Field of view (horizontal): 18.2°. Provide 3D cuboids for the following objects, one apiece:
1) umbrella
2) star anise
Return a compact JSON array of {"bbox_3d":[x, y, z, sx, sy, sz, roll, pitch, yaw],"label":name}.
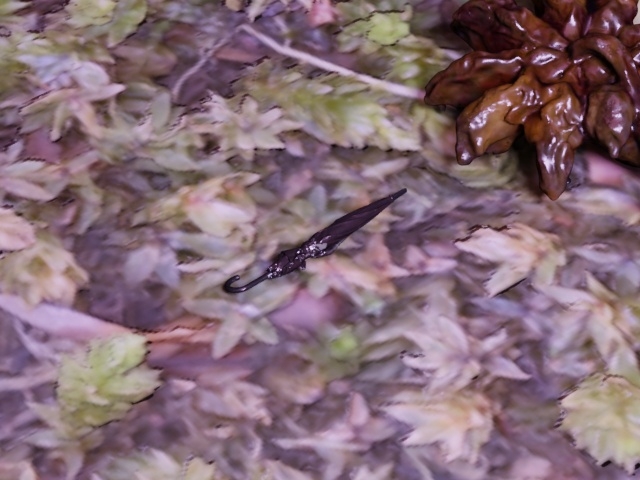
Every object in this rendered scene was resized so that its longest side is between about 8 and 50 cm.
[{"bbox_3d":[0.002,0.001,1.064,0.122,0.013,0.022,-29,33,-24],"label":"umbrella"},{"bbox_3d":[0.169,-0.077,1.106,0.234,0.073,0.177,35,63,17],"label":"star anise"}]
